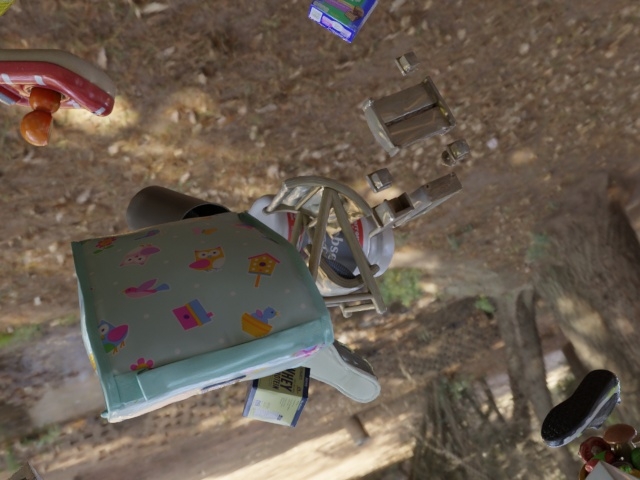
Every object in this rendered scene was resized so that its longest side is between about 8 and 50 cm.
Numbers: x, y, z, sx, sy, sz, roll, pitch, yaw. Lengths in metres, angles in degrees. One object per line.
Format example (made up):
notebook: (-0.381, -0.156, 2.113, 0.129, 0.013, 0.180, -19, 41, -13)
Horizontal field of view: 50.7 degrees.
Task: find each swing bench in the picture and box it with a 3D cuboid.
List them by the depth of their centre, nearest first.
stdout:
swing bench: (-0.002, 0.023, 1.274, 0.165, 0.254, 0.253, -5, 173, -14)

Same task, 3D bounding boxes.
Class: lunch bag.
lunch bag: (-0.129, 0.078, 0.700, 0.224, 0.160, 0.262, -13, -157, -20)

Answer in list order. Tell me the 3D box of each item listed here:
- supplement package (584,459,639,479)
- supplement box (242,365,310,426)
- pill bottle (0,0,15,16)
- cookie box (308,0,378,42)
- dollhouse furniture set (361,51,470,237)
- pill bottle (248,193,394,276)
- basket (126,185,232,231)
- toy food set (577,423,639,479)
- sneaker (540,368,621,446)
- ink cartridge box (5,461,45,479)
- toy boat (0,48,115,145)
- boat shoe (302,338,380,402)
supplement package: (0.222, 0.282, 0.513, 0.179, 0.105, 0.105, -58, -166, 13)
supplement box: (-0.066, 0.228, 1.013, 0.083, 0.056, 0.083, 13, 132, -7)
pill bottle: (-0.303, -0.261, 0.581, 0.209, 0.119, 0.119, -33, 161, 24)
cookie box: (0.044, -0.417, 1.187, 0.107, 0.092, 0.040, -59, -179, -20)
dollhouse furniture set: (0.156, -0.222, 1.595, 0.303, 0.355, 0.174, -25, 173, -30)
pill bottle: (0.000, 0.000, 1.778, 0.363, 0.210, 0.210, 5, 146, -32)
basket: (-0.300, -0.029, 1.442, 0.154, 0.227, 0.204, -54, 140, -15)
toy food set: (0.463, 0.344, 1.063, 0.128, 0.071, 0.218, -20, -172, 17)
sneaker: (0.563, 0.371, 1.421, 0.235, 0.097, 0.084, -35, -160, -21)
ink cartridge box: (-0.574, 0.558, 1.385, 0.078, 0.134, 0.231, -41, -160, -25)
toy boat: (-0.469, -0.235, 1.153, 0.231, 0.151, 0.151, 4, 171, 14)
boat shoe: (0.028, 0.310, 1.763, 0.109, 0.305, 0.091, -47, -160, 16)
